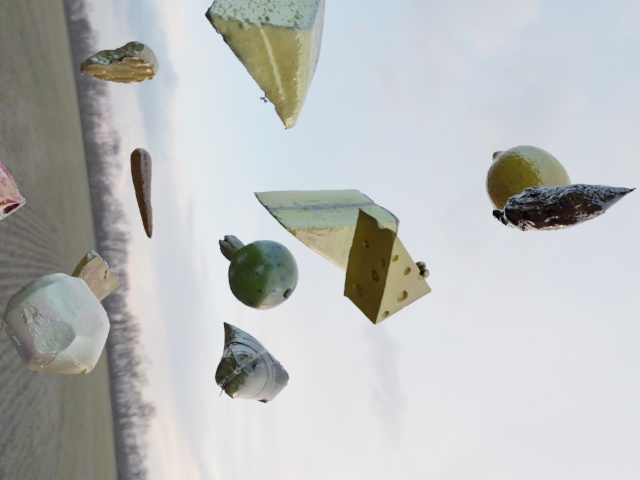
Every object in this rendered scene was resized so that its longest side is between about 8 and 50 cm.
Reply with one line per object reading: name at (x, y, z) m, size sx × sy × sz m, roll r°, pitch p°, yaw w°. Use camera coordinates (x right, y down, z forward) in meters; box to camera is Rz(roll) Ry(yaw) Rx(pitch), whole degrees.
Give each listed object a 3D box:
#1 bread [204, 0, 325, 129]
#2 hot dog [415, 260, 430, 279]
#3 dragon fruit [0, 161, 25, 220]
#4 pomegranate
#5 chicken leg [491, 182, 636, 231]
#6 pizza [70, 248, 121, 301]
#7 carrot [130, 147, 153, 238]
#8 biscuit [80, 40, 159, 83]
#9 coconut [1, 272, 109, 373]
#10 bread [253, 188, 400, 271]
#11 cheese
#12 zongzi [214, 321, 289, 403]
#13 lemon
bread at (-0.067, -0.279, 0.900) m, size 0.178 × 0.136 × 0.240 m, roll 99°, pitch 0°, yaw -47°
hot dog at (0.238, 0.095, 1.694) m, size 0.056 × 0.041 × 0.133 m, roll 63°, pitch -32°, yaw 11°
dragon fruit at (-0.615, -0.049, 1.074) m, size 0.274 × 0.161 × 0.126 m, roll 3°, pitch -46°, yaw 37°
pomegranate at (-0.170, 0.073, 1.718) m, size 0.248 × 0.202 × 0.202 m, roll 40°, pitch -37°, yaw 21°
chicken leg at (0.370, -0.054, 1.033) m, size 0.063 × 0.105 × 0.234 m, roll 56°, pitch -23°, yaw -15°
pizza at (-0.554, 0.105, 1.580) m, size 0.046 × 0.134 × 0.174 m, roll 32°, pitch -80°, yaw 31°
carrot at (-0.392, -0.106, 1.447) m, size 0.048 × 0.048 × 0.216 m, roll 138°, pitch -55°, yaw -67°
biscuit at (-0.397, -0.362, 1.317) m, size 0.183 × 0.118 × 0.061 m, roll -2°, pitch -98°, yaw 34°
coconut at (-0.461, 0.156, 1.148) m, size 0.182 × 0.171 × 0.171 m, roll 53°, pitch -26°, yaw 9°
bread at (-0.003, -0.001, 1.283) m, size 0.167 × 0.264 × 0.163 m, roll 46°, pitch -49°, yaw 47°
cheese at (0.103, 0.030, 1.060) m, size 0.093 × 0.126 × 0.171 m, roll 42°, pitch -27°, yaw 43°
zongzi at (-0.154, 0.183, 1.072) m, size 0.178 × 0.081 × 0.189 m, roll 46°, pitch 5°, yaw 27°
lemon at (0.482, -0.120, 1.506) m, size 0.244 × 0.187 × 0.186 m, roll 51°, pitch -32°, yaw 23°
